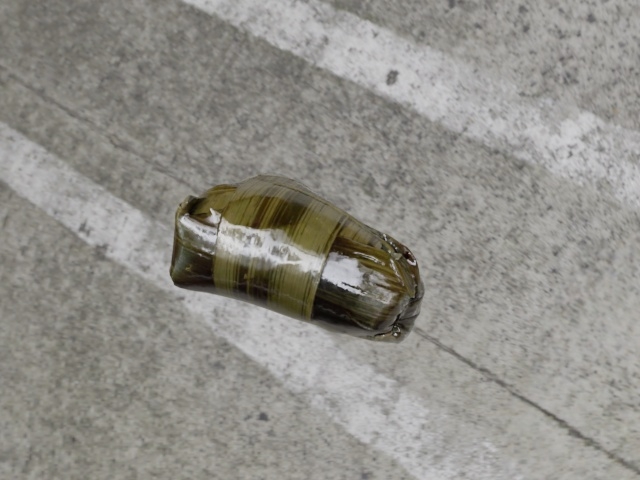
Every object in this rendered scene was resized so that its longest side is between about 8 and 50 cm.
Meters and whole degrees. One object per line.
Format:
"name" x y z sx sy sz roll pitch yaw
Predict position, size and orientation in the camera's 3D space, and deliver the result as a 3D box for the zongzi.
"zongzi" 0.000 0.000 1.133 0.286 0.288 0.134 20 111 11
